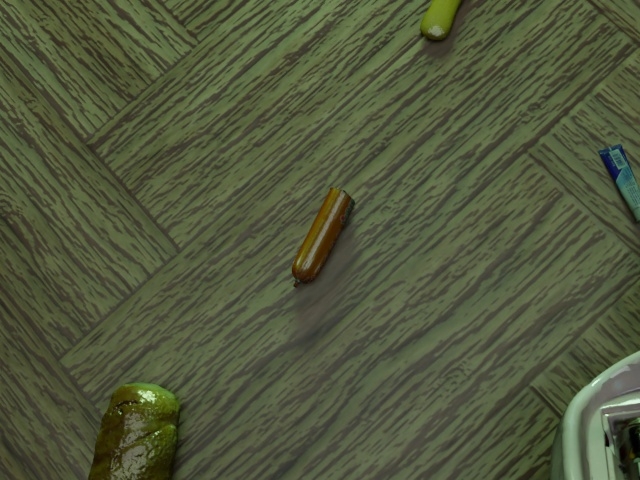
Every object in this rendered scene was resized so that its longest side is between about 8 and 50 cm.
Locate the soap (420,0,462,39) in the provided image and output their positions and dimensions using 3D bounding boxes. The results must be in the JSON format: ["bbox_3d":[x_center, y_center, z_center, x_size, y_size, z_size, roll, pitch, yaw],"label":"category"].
[{"bbox_3d":[0.136,-0.255,0.799,0.034,0.012,0.089,24,81,10],"label":"soap"}]

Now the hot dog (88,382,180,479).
[{"bbox_3d":[-0.185,0.278,0.690,0.088,0.061,0.286,4,79,-5],"label":"hot dog"}]

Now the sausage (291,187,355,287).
[{"bbox_3d":[0.000,0.000,0.746,0.031,0.031,0.107,24,80,10],"label":"sausage"}]

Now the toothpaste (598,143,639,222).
[{"bbox_3d":[0.306,-0.058,0.740,0.024,0.015,0.083,-20,71,2],"label":"toothpaste"}]

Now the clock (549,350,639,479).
[{"bbox_3d":[0.350,0.197,0.489,0.376,0.368,0.250,-16,108,22],"label":"clock"}]
